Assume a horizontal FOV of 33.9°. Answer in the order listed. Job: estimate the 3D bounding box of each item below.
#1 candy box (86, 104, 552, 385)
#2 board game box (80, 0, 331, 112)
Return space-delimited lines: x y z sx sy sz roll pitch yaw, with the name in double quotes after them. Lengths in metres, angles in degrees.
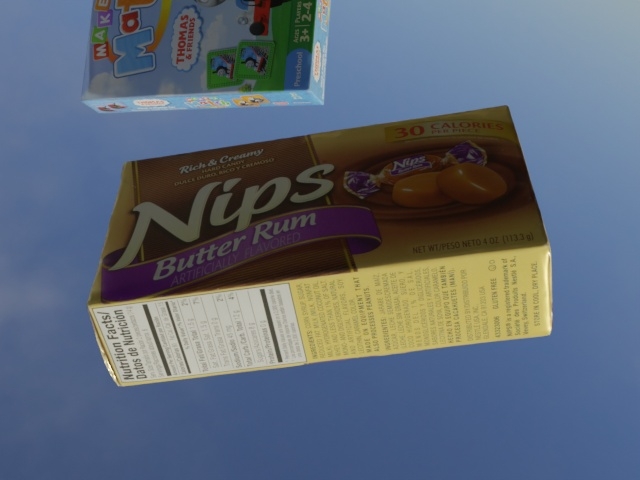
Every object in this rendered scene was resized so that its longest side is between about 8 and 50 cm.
0.000 0.000 0.465 0.186 0.053 0.109 -6 -143 5 "candy box"
-0.096 -0.192 0.891 0.211 0.160 0.039 0 168 20 "board game box"
